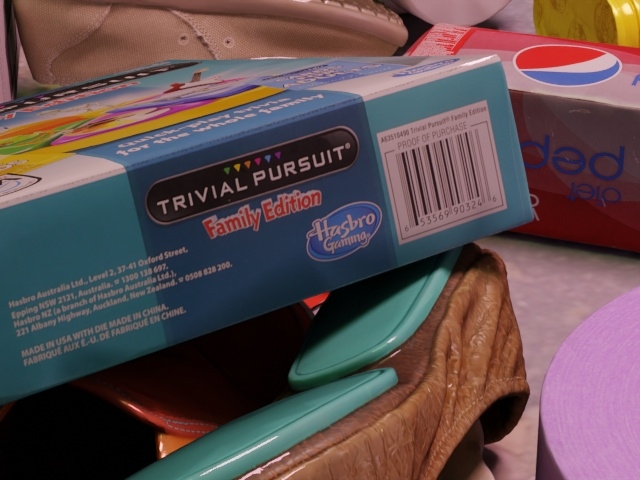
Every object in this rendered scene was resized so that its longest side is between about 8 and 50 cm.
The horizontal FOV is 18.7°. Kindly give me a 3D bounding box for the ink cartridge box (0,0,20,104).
[{"bbox_3d":[-0.287,-0.120,1.176,0.198,0.115,0.273,-3,28,-5],"label":"ink cartridge box"}]

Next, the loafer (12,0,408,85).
[{"bbox_3d":[-0.073,-0.134,1.233,0.268,0.092,0.102,5,26,-25],"label":"loafer"}]

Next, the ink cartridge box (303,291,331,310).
[{"bbox_3d":[0.000,0.000,1.040,0.063,0.029,0.115,22,35,34],"label":"ink cartridge box"}]

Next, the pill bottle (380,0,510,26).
[{"bbox_3d":[0.031,-0.249,1.371,0.153,0.153,0.264,-17,32,-28],"label":"pill bottle"}]

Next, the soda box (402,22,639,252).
[{"bbox_3d":[0.172,-0.051,1.065,0.263,0.092,0.083,10,31,18],"label":"soda box"}]

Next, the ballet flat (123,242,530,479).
[{"bbox_3d":[0.013,0.098,0.754,0.116,0.124,0.342,-23,6,23],"label":"ballet flat"}]

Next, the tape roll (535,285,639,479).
[{"bbox_3d":[0.223,0.108,0.777,0.274,0.090,0.275,0,29,0],"label":"tape roll"}]

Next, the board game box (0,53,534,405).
[{"bbox_3d":[-0.104,-0.022,0.913,0.253,0.079,0.336,-18,13,-27],"label":"board game box"}]

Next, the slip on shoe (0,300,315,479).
[{"bbox_3d":[-0.082,0.092,0.799,0.123,0.101,0.331,9,28,21],"label":"slip on shoe"}]

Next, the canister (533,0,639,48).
[{"bbox_3d":[0.242,-0.149,1.270,0.169,0.073,0.126,-8,29,-17],"label":"canister"}]
